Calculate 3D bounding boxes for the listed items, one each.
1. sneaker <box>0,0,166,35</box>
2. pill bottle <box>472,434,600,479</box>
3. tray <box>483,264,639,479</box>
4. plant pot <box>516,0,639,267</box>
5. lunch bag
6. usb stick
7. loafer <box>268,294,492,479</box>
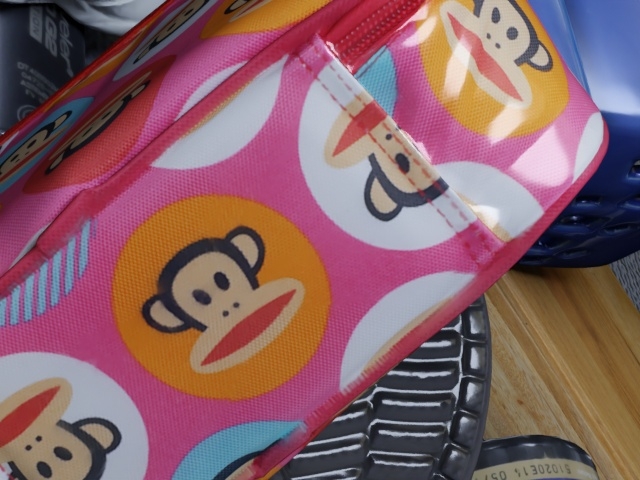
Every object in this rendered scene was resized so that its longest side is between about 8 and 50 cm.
[{"bbox_3d":[-0.098,-0.156,0.835,0.080,0.094,0.212,63,22,5],"label":"sneaker"},{"bbox_3d":[0.111,0.219,0.857,0.123,0.123,0.219,25,41,-47],"label":"pill bottle"},{"bbox_3d":[0.113,0.002,1.150,0.411,0.076,0.203,56,26,-1],"label":"tray"},{"bbox_3d":[0.121,-0.115,0.977,0.212,0.236,0.236,-6,74,-32],"label":"plant pot"},{"bbox_3d":[-0.052,-0.008,0.620,0.120,0.293,0.258,50,5,-16],"label":"lunch bag"},{"bbox_3d":[-0.152,-0.125,0.868,0.077,0.045,0.278,41,30,-43],"label":"usb stick"},{"bbox_3d":[0.000,0.000,0.889,0.133,0.130,0.366,0,70,-14],"label":"loafer"}]
